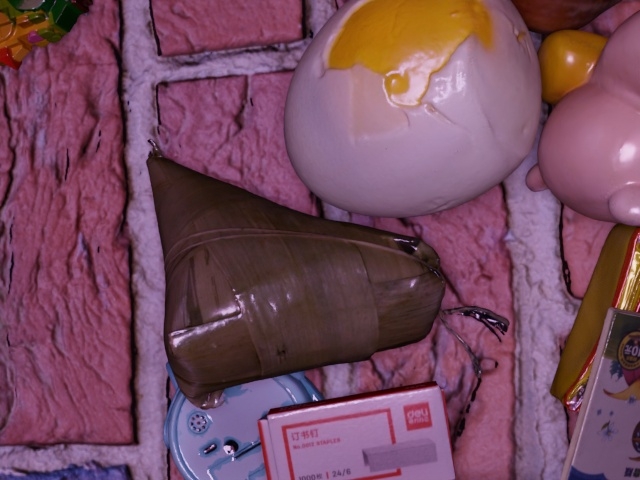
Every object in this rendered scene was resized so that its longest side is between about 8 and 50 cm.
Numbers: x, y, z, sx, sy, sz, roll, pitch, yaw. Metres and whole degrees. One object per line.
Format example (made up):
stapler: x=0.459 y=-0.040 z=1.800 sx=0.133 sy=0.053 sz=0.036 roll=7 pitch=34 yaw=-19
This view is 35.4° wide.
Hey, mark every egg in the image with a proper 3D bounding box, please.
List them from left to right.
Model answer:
egg: x=0.104 y=-0.166 z=1.212 sx=0.345 sy=0.283 sz=0.283 roll=-26 pitch=82 yaw=39

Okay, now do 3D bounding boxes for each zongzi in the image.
zongzi: x=0.000 y=0.000 z=1.313 sx=0.447 sy=0.181 sz=0.418 roll=-9 pitch=51 yaw=-12

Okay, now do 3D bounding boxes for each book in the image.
book: x=0.389 y=0.251 z=1.200 sx=0.228 sy=0.018 sz=0.322 roll=11 pitch=96 yaw=-26

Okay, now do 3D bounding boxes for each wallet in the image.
wallet: x=0.357 y=0.099 z=1.231 sx=0.067 sy=0.141 sz=0.241 roll=22 pitch=92 yaw=5

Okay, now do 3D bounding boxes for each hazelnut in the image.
hazelnut: x=0.282 y=-0.362 z=1.245 sx=0.181 sy=0.181 sz=0.212 roll=23 pitch=72 yaw=45

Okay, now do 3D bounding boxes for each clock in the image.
clock: x=-0.100 y=0.254 z=1.324 sx=0.224 sy=0.094 sz=0.274 roll=-33 pitch=83 yaw=5

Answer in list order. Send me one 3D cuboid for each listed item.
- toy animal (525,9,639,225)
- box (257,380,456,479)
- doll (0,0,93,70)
toy animal: x=0.398 y=-0.114 z=1.154 sx=0.278 sy=0.345 sz=0.246 roll=24 pitch=79 yaw=-21
box: x=0.045 y=0.251 z=1.235 sx=0.230 sy=0.050 sz=0.122 roll=-9 pitch=92 yaw=1
doll: x=-0.409 y=-0.328 z=1.400 sx=0.186 sy=0.106 sz=0.134 roll=-45 pitch=75 yaw=5
